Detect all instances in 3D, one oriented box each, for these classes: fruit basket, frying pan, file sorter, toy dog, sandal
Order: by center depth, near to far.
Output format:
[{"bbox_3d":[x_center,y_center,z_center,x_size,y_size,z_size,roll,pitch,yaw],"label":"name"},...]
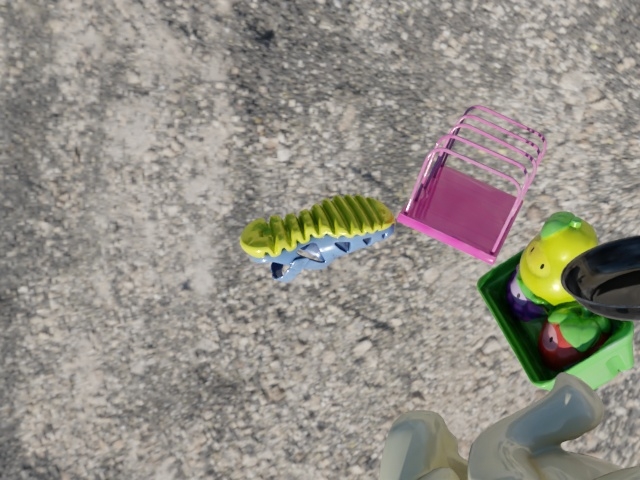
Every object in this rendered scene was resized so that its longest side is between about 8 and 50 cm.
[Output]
[{"bbox_3d":[0.224,0.313,0.780,0.284,0.395,0.408,37,151,-9],"label":"toy dog"},{"bbox_3d":[0.416,0.057,0.967,0.326,0.197,0.053,31,140,64],"label":"frying pan"},{"bbox_3d":[0.313,-0.126,1.687,0.202,0.291,0.182,26,122,11],"label":"file sorter"},{"bbox_3d":[0.000,0.000,1.755,0.317,0.126,0.138,-12,131,2],"label":"sandal"},{"bbox_3d":[0.511,0.117,1.867,0.282,0.392,0.392,-34,79,10],"label":"fruit basket"}]
